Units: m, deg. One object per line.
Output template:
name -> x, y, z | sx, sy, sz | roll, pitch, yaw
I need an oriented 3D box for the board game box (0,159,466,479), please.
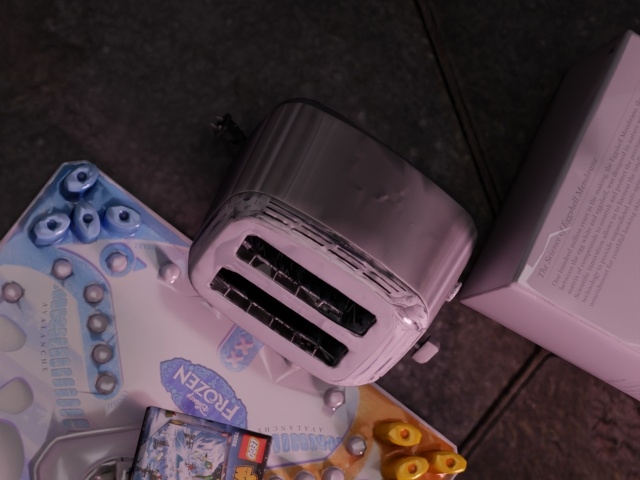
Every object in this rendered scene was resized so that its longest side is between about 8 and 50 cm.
board game box -> -0.143, 0.199, 1.294 | 0.390, 0.050, 0.390 | 38, 75, -7

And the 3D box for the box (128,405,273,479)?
box -> -0.096, 0.196, 1.265 | 0.094, 0.027, 0.137 | 16, 79, -10

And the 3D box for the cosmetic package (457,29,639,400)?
cosmetic package -> 0.264, -0.004, 1.379 | 0.224, 0.138, 0.224 | 29, 76, -10

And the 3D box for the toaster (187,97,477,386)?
toaster -> 0.000, 0.000, 1.293 | 0.227, 0.129, 0.146 | 35, 39, -8
